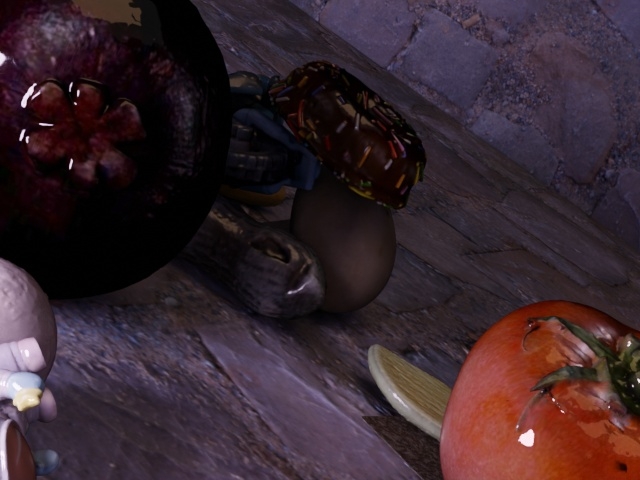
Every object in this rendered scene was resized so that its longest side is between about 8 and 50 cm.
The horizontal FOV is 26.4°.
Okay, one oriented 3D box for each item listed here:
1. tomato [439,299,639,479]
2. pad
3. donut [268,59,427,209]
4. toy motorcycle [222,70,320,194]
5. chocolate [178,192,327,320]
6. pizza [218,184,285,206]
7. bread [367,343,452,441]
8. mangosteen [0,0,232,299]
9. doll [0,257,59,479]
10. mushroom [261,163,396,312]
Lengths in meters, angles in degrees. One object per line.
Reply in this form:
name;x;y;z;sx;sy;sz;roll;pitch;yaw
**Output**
tomato;0.279;0.238;1.441;0.341;0.273;0.341;20;32;-13
pad;0.166;0.258;1.627;0.235;0.003;0.158;8;28;-51
donut;0.041;-0.144;1.751;0.235;0.089;0.235;38;17;-14
toy motorcycle;-0.115;-0.154;1.865;0.232;0.172;0.416;3;15;-25
chocolate;-0.098;0.016;1.714;0.248;0.110;0.110;35;18;16
pizza;-0.175;-0.123;2.051;0.271;0.056;0.134;29;25;-6
bread;0.135;0.207;1.656;0.193;0.036;0.112;31;21;-10
mangosteen;-0.288;-0.137;1.420;0.382;0.382;0.435;22;2;-25
doll;-0.275;0.127;1.066;0.151;0.151;0.287;22;25;-25
mushroom;0.000;0.000;1.832;0.204;0.204;0.204;27;17;-9
